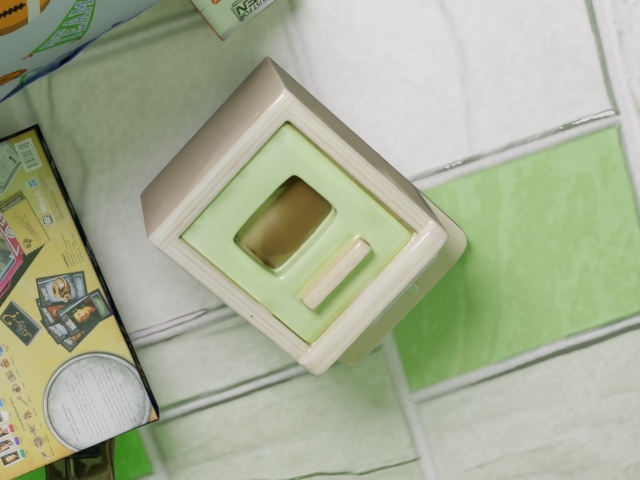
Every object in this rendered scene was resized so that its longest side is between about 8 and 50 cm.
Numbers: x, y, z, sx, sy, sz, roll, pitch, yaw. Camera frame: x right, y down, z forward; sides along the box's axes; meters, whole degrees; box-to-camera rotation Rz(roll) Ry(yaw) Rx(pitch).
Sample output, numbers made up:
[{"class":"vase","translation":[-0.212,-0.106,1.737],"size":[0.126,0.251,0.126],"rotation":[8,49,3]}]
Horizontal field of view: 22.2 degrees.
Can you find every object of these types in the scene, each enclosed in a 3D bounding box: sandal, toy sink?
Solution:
[{"class":"sandal","translation":[-0.191,0.149,1.312],"size":[0.072,0.049,0.180],"rotation":[2,104,-7]},{"class":"toy sink","translation":[0.000,0.000,1.253],"size":[0.234,0.131,0.153],"rotation":[41,98,-19]}]

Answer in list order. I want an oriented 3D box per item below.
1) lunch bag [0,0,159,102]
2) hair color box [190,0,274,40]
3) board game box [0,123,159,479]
[{"class":"lunch bag","translation":[-0.284,-0.176,1.014],"size":[0.328,0.385,0.239],"rotation":[-32,69,24]},{"class":"hair color box","translation":[-0.090,-0.226,1.211],"size":[0.072,0.043,0.141],"rotation":[-37,109,4]},{"class":"board game box","translation":[-0.244,0.054,1.243],"size":[0.165,0.042,0.243],"rotation":[-22,100,-3]}]
